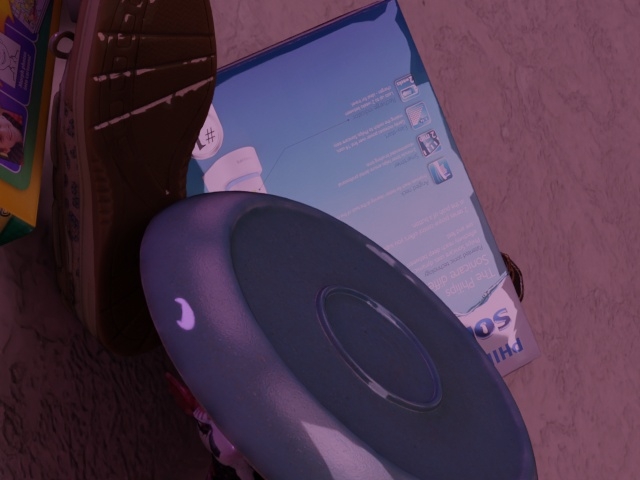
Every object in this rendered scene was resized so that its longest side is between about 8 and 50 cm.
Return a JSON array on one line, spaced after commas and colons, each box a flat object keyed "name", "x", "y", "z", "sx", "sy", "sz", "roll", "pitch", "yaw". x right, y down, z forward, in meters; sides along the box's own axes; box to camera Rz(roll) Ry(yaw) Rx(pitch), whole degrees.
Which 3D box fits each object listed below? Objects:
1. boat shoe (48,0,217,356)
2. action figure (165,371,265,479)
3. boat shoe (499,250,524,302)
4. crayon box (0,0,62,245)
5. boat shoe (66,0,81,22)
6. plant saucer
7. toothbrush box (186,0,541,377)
[{"name": "boat shoe", "x": -0.137, "y": -0.067, "z": 1.154, "sx": 0.104, "sy": 0.089, "sz": 0.285, "roll": -9, "pitch": 114, "yaw": -41}, {"name": "action figure", "x": 0.005, "y": 0.237, "z": 1.179, "sx": 0.276, "sy": 0.248, "sz": 0.370, "roll": -22, "pitch": 96, "yaw": -58}, {"name": "boat shoe", "x": 0.142, "y": 0.036, "z": 1.640, "sx": 0.207, "sy": 0.073, "sz": 0.073, "roll": 6, "pitch": 69, "yaw": -56}, {"name": "crayon box", "x": -0.253, "y": -0.147, "z": 1.134, "sx": 0.165, "sy": 0.081, "sz": 0.278, "roll": 33, "pitch": 49, "yaw": -44}, {"name": "boat shoe", "x": -0.121, "y": -0.207, "z": 1.269, "sx": 0.267, "sy": 0.088, "sz": 0.096, "roll": -63, "pitch": 156, "yaw": -79}, {"name": "plant saucer", "x": 0.027, "y": 0.078, "z": 1.103, "sx": 0.317, "sy": 0.044, "sz": 0.317, "roll": 35, "pitch": 24, "yaw": -19}, {"name": "toothbrush box", "x": 0.000, "y": 0.000, "z": 1.311, "sx": 0.216, "sy": 0.126, "sz": 0.295, "roll": -27, "pitch": 97, "yaw": -22}]
